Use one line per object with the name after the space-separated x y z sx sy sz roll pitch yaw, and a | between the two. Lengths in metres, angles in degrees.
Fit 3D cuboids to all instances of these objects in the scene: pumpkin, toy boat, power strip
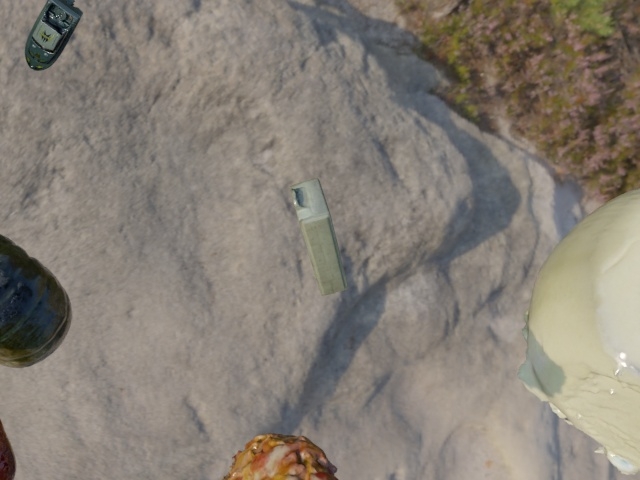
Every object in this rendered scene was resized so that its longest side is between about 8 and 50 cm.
-0.616 0.103 1.414 0.320 0.320 0.192 45 68 -19 | pumpkin
-0.425 -0.318 1.178 0.055 0.141 0.060 35 38 -17 | toy boat
0.000 -0.001 1.201 0.052 0.272 0.078 -16 57 -1 | power strip

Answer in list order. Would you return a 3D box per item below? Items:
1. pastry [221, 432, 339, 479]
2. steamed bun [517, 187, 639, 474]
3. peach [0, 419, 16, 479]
-0.006 0.185 0.433 0.087 0.169 0.063 -30 126 3 | pastry
0.401 0.110 0.861 0.334 0.233 0.312 47 63 2 | steamed bun
-0.462 0.205 0.839 0.154 0.159 0.267 -31 87 -42 | peach
